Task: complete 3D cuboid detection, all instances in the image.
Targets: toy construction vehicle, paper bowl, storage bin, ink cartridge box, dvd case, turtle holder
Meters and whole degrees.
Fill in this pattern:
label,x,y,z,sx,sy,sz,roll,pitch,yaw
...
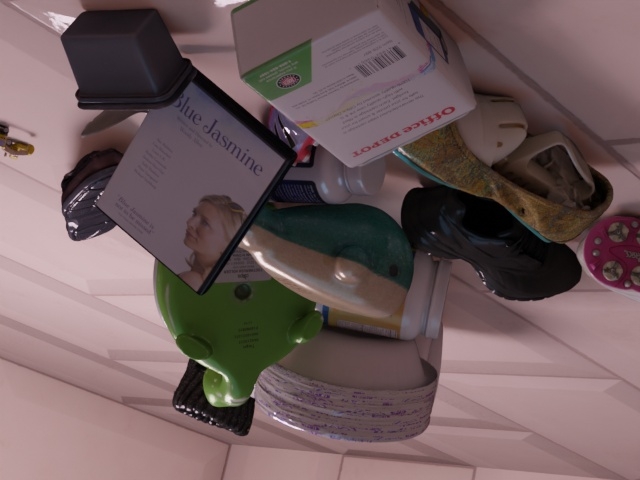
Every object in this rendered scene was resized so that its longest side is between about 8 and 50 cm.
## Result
label,x,y,z,sx,sy,sz,roll,pitch,yaw
toy construction vehicle,-0.475,-0.140,2.006,0.098,0.035,0.086,20,162,-21
paper bowl,0.044,0.202,2.158,0.284,0.148,0.284,9,-169,-2
storage bin,-0.217,-0.210,1.523,0.135,0.098,0.091,4,133,28
ink cartridge box,0.035,-0.174,1.334,0.154,0.093,0.212,-25,146,22
dvd case,-0.154,-0.071,1.648,0.180,0.022,0.253,40,126,6
turtle holder,-0.120,0.080,2.036,0.320,0.243,0.227,62,171,-21

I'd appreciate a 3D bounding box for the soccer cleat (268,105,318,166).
label,x,y,z,sx,sy,sz,roll,pitch,yaw
soccer cleat,-0.024,-0.158,1.564,0.095,0.083,0.248,32,159,-9

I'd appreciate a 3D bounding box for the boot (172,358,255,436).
label,x,y,z,sx,sy,sz,roll,pitch,yaw
boot,-0.100,0.257,2.620,0.348,0.260,0.131,19,162,-18

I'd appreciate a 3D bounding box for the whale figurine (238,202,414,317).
label,x,y,z,sx,sy,sz,roll,pitch,yaw
whale figurine,0.000,0.000,1.762,0.272,0.141,0.216,26,171,-28

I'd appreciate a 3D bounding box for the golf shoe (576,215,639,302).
label,x,y,z,sx,sy,sz,roll,pitch,yaw
golf shoe,0.484,0.047,1.810,0.306,0.115,0.140,20,173,-2

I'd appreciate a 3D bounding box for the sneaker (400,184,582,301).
label,x,y,z,sx,sy,sz,roll,pitch,yaw
sneaker,0.248,0.002,1.822,0.286,0.109,0.130,21,158,-27

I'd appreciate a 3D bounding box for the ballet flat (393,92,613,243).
label,x,y,z,sx,sy,sz,roll,pitch,yaw
ballet flat,0.209,-0.100,1.535,0.348,0.123,0.123,28,158,-38

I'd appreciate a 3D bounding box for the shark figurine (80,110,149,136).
label,x,y,z,sx,sy,sz,roll,pitch,yaw
shark figurine,-0.174,-0.108,1.764,0.166,0.116,0.278,3,163,24

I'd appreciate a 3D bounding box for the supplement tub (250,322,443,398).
label,x,y,z,sx,sy,sz,roll,pitch,yaw
supplement tub,0.045,0.212,2.428,0.316,0.228,0.228,9,163,14

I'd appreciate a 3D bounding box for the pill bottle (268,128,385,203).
label,x,y,z,sx,sy,sz,roll,pitch,yaw
pill bottle,-0.008,-0.093,1.713,0.169,0.094,0.094,3,161,30

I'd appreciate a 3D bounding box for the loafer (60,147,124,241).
label,x,y,z,sx,sy,sz,roll,pitch,yaw
loafer,-0.341,-0.082,2.005,0.109,0.095,0.302,-18,169,-19

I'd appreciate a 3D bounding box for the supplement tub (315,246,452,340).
label,x,y,z,sx,sy,sz,roll,pitch,yaw
supplement tub,0.093,0.073,2.088,0.200,0.144,0.144,10,163,7
